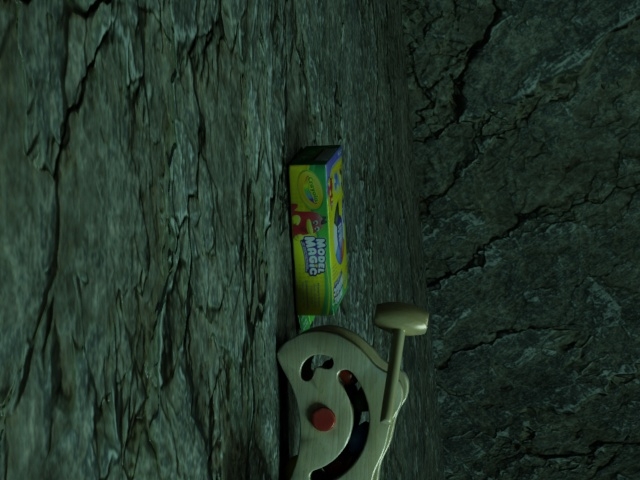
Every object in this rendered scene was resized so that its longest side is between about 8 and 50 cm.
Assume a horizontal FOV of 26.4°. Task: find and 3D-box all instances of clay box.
[{"bbox_3d":[0.000,0.000,1.713,0.127,0.053,0.222,-58,145,-72],"label":"clay box"}]

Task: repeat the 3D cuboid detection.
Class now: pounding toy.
[{"bbox_3d":[0.012,0.184,1.550,0.155,0.154,0.269,-11,119,-80],"label":"pounding toy"}]

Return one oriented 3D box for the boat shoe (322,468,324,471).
[{"bbox_3d":[-0.002,0.294,1.722,0.046,0.038,0.125,24,50,-33],"label":"boat shoe"}]
